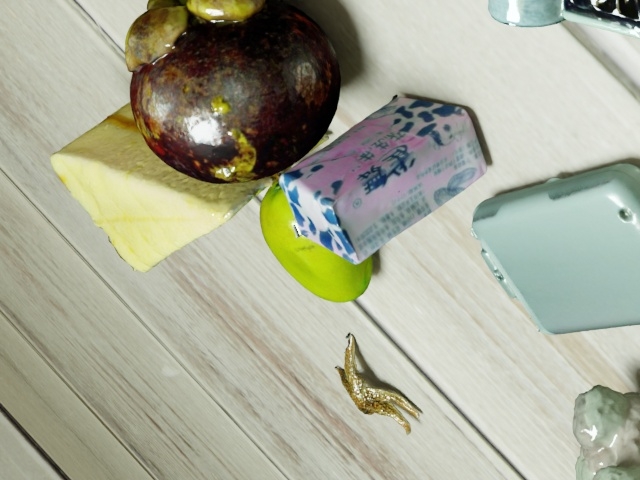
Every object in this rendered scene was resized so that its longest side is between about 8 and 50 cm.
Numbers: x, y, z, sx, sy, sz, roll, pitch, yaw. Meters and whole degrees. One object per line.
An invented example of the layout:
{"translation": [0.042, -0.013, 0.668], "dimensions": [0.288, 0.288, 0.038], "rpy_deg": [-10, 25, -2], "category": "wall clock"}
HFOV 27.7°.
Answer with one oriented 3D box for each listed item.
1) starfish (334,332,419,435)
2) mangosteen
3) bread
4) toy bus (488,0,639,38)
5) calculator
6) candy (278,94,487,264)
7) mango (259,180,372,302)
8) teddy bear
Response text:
{"translation": [0.047, 0.170, 1.533], "dimensions": [0.133, 0.041, 0.130], "rpy_deg": [7, 130, 52], "category": "starfish"}
{"translation": [-0.084, -0.160, 1.139], "dimensions": [0.192, 0.192, 0.217], "rpy_deg": [13, 129, 49], "category": "mangosteen"}
{"translation": [-0.138, -0.095, 1.334], "dimensions": [0.163, 0.168, 0.264], "rpy_deg": [53, 149, -7], "category": "bread"}
{"translation": [0.211, -0.183, 0.702], "dimensions": [0.276, 0.165, 0.133], "rpy_deg": [24, 130, 37], "category": "toy bus"}
{"translation": [0.219, 0.012, 1.071], "dimensions": [0.141, 0.045, 0.246], "rpy_deg": [54, 152, -11], "category": "calculator"}
{"translation": [0.052, -0.057, 1.105], "dimensions": [0.092, 0.160, 0.073], "rpy_deg": [24, 142, 50], "category": "candy"}
{"translation": [-0.006, -0.003, 1.328], "dimensions": [0.117, 0.089, 0.163], "rpy_deg": [20, 145, 21], "category": "mango"}
{"translation": [0.280, 0.257, 1.166], "dimensions": [0.151, 0.236, 0.267], "rpy_deg": [6, 133, -6], "category": "teddy bear"}
